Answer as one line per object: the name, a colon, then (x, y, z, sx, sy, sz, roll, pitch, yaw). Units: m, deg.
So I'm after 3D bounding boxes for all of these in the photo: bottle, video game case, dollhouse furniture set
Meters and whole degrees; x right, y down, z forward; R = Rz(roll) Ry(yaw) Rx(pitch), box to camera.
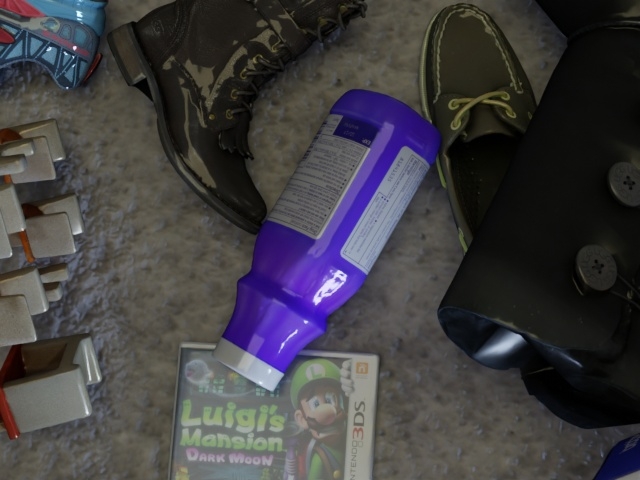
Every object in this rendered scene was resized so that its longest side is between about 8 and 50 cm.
bottle: (0.000, 0.000, 1.239, 0.092, 0.118, 0.283, 33, 83, -30)
video game case: (-0.044, 0.185, 1.262, 0.190, 0.022, 0.173, 3, 79, 4)
dollhouse furniture set: (-0.293, 0.041, 1.198, 0.135, 0.262, 0.259, -11, 110, 3)

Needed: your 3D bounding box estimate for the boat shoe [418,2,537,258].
boat shoe: (0.159, -0.087, 1.267, 0.109, 0.091, 0.305, -10, 79, 1)

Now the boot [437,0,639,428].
boot: (0.196, -0.108, 1.173, 0.367, 0.146, 0.445, 28, 72, -8)

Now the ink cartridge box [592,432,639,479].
ink cartridge box: (0.384, 0.235, 1.004, 0.395, 0.151, 0.270, -27, 86, 20)

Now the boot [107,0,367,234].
boot: (-0.054, -0.164, 1.267, 0.229, 0.091, 0.263, -32, 85, 7)

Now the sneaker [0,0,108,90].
sneaker: (-0.339, -0.200, 1.300, 0.261, 0.104, 0.125, 9, 105, 6)
